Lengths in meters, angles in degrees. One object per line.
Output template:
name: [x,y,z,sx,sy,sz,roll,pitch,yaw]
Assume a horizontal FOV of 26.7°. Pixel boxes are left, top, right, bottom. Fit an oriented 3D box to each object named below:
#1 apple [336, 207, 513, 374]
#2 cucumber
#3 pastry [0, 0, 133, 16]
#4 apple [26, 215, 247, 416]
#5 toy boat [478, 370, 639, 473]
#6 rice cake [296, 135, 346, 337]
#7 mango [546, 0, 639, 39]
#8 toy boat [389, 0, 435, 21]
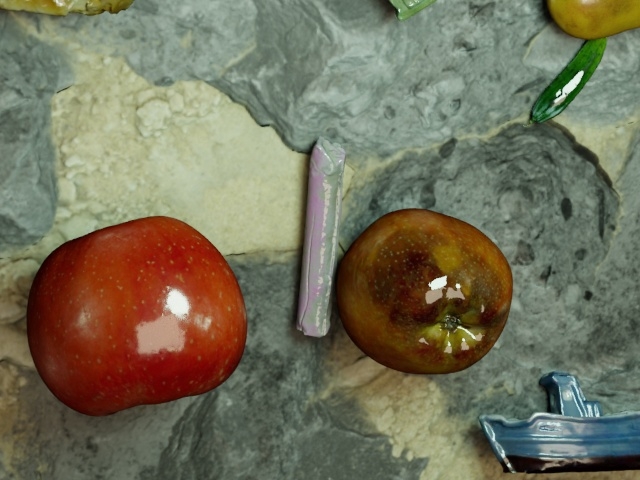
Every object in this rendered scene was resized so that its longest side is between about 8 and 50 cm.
apple: [0.133,0.070,1.724,0.230,0.230,0.230,-4,106,-15]
cucumber: [0.333,-0.211,1.801,0.039,0.039,0.168,40,89,-22]
pastry: [-0.304,-0.348,1.541,0.229,0.100,0.218,41,91,-21]
apple: [-0.219,0.092,1.606,0.260,0.260,0.216,-15,86,-12]
toy boat: [0.366,0.255,1.900,0.309,0.129,0.142,0,76,-17]
rice cake: [0.001,0.000,1.751,0.049,0.055,0.270,2,106,-12]
mango: [0.369,-0.320,1.758,0.163,0.089,0.111,-19,121,-21]
toy boat: [0.186,-0.392,1.698,0.293,0.055,0.093,-41,111,-2]
